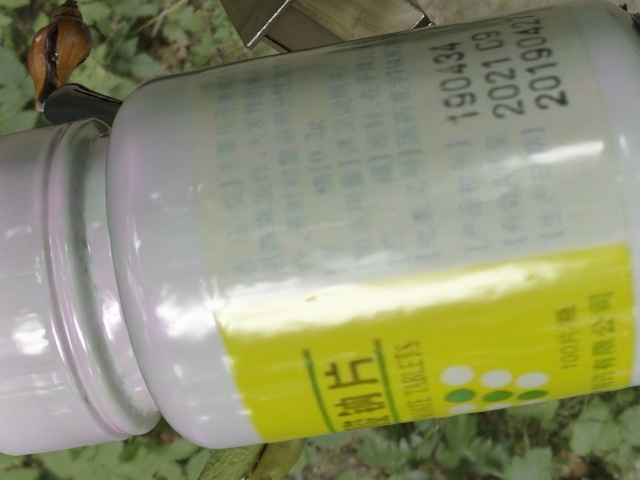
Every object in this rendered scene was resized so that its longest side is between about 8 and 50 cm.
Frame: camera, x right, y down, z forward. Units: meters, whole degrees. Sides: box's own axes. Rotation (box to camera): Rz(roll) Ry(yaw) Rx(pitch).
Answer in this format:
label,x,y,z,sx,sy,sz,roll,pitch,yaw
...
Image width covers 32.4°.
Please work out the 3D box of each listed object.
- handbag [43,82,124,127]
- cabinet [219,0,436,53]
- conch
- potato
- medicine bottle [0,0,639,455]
label,x,y,z,sx,sy,sz,roll,pitch,yaw
handbag,-0.166,-0.081,1.255,0.275,0.088,0.244,20,160,43
cabinet,-0.008,-0.286,1.218,0.148,0.215,0.175,-45,135,20
conch,-0.408,-0.299,1.720,0.086,0.232,0.080,24,133,-6
potato,-0.064,0.267,1.297,0.081,0.149,0.120,14,160,45
medicine bottle,0.000,0.000,0.613,0.379,0.213,0.213,-9,122,6
